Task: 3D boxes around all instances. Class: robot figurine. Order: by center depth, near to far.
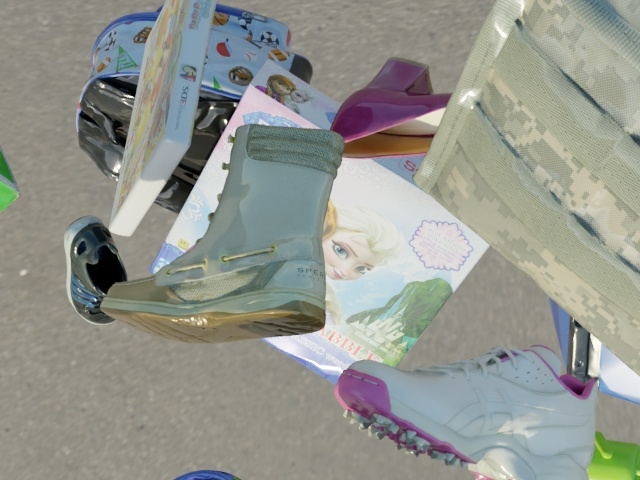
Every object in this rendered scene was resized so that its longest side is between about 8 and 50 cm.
[{"bbox_3d":[0.369,0.288,1.759,0.115,0.067,0.101,4,130,25],"label":"robot figurine"}]

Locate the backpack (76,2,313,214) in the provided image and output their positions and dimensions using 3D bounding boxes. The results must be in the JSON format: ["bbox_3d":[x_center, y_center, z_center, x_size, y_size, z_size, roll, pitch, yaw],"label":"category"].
[{"bbox_3d":[-0.161,-0.173,1.692,0.263,0.213,0.276,11,144,-15],"label":"backpack"}]

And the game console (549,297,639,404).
[{"bbox_3d":[0.374,0.038,1.617,0.173,0.250,0.293,-3,128,1],"label":"game console"}]

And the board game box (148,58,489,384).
[{"bbox_3d":[0.000,0.000,1.595,0.318,0.066,0.318,31,128,-2],"label":"board game box"}]

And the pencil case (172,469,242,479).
[{"bbox_3d":[-0.007,0.258,1.103,0.133,0.306,0.119,-28,60,28],"label":"pencil case"}]

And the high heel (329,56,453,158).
[{"bbox_3d":[0.124,-0.090,1.193,0.244,0.117,0.082,22,150,27],"label":"high heel"}]

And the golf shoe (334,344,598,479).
[{"bbox_3d":[0.141,0.145,1.254,0.115,0.306,0.140,8,76,52],"label":"golf shoe"}]

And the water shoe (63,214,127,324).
[{"bbox_3d":[-0.287,0.058,1.788,0.073,0.203,0.080,-28,53,-18],"label":"water shoe"}]

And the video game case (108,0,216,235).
[{"bbox_3d":[-0.135,-0.134,1.202,0.026,0.227,0.206,14,67,-16],"label":"video game case"}]

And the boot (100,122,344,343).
[{"bbox_3d":[-0.077,-0.006,1.100,0.213,0.077,0.165,-5,68,36],"label":"boot"}]

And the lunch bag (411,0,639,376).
[{"bbox_3d":[0.196,-0.063,0.550,0.235,0.169,0.287,42,146,14],"label":"lunch bag"}]

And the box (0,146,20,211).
[{"bbox_3d":[-0.372,-0.050,0.960,0.262,0.127,0.231,-40,47,7],"label":"box"}]
